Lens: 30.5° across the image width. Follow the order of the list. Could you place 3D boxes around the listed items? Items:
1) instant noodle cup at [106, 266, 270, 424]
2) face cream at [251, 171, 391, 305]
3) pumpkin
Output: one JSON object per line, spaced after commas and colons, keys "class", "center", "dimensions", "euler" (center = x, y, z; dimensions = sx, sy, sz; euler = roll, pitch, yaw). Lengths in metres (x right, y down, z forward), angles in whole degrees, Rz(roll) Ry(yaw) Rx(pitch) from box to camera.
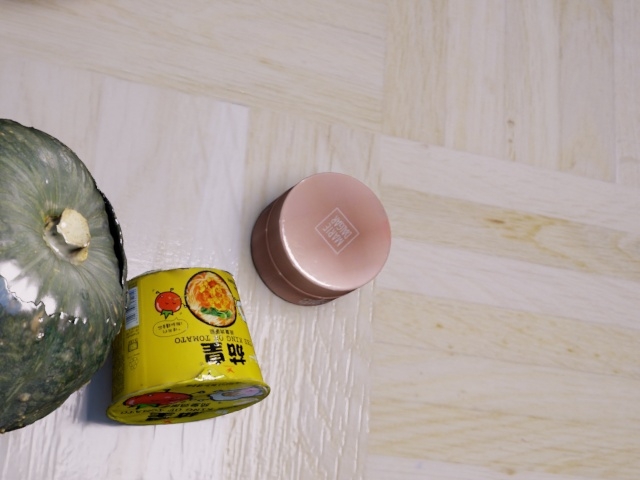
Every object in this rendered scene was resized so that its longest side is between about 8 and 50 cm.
{"class": "instant noodle cup", "center": [-0.156, 0.115, 1.318], "dimensions": [0.182, 0.182, 0.144], "euler": [0, 68, -24]}
{"class": "face cream", "center": [0.000, 0.000, 1.446], "dimensions": [0.149, 0.104, 0.149], "euler": [6, 74, -22]}
{"class": "pumpkin", "center": [-0.337, 0.033, 1.183], "dimensions": [0.291, 0.257, 0.327], "euler": [5, 60, -60]}
